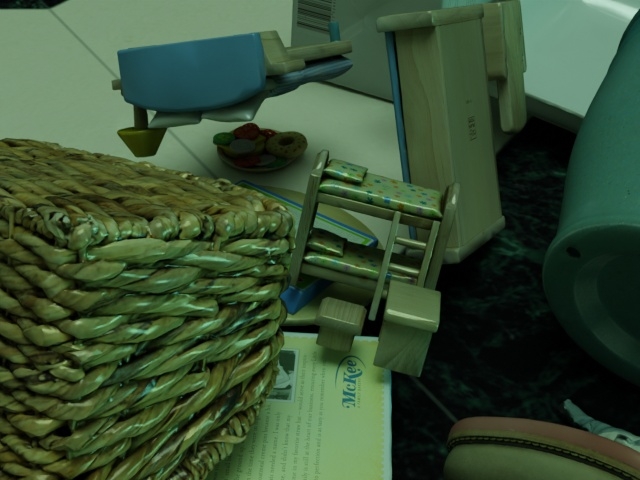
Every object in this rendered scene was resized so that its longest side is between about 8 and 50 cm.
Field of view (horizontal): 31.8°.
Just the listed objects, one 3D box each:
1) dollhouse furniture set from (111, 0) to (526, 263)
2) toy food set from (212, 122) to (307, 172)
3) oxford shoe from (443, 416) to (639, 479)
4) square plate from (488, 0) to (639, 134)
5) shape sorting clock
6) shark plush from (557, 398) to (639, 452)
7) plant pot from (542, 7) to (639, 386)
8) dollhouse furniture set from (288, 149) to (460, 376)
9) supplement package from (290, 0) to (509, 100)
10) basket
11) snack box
[{"bbox_3d":[0.009,-0.100,1.029,0.303,0.198,0.286,-1,12,26],"label":"dollhouse furniture set"},{"bbox_3d":[-0.061,-0.092,1.101,0.083,0.020,0.082,27,43,30],"label":"toy food set"},{"bbox_3d":[0.186,0.205,0.622,0.348,0.123,0.130,21,68,45],"label":"oxford shoe"},{"bbox_3d":[0.344,-0.173,1.193,0.344,0.049,0.347,28,41,23],"label":"square plate"},{"bbox_3d":[-0.046,0.010,0.942,0.206,0.040,0.206,10,28,-5],"label":"shape sorting clock"},{"bbox_3d":[0.224,0.161,0.766,0.067,0.073,0.161,0,9,-38],"label":"shark plush"},{"bbox_3d":[0.304,-0.025,0.849,0.271,0.272,0.255,22,55,25],"label":"plant pot"},{"bbox_3d":[0.000,0.000,0.805,0.182,0.101,0.161,14,21,2],"label":"dollhouse furniture set"},{"bbox_3d":[0.111,-0.303,1.272,0.175,0.177,0.293,20,39,20],"label":"supplement package"},{"bbox_3d":[-0.167,0.061,0.735,0.299,0.223,0.213,15,13,42],"label":"basket"},{"bbox_3d":[-0.050,0.176,0.693,0.187,0.060,0.322,4,36,1],"label":"snack box"}]
